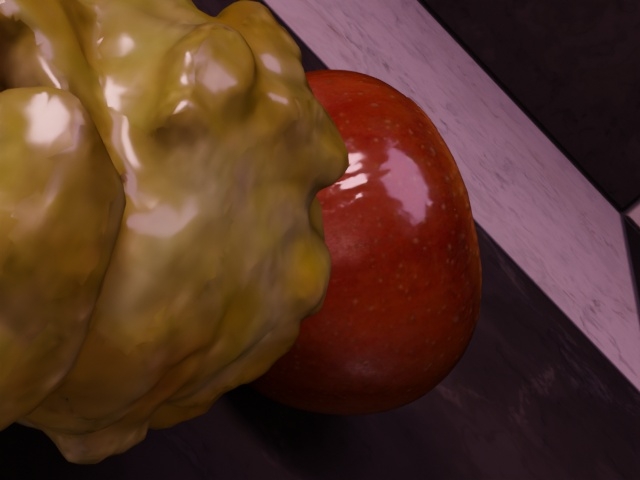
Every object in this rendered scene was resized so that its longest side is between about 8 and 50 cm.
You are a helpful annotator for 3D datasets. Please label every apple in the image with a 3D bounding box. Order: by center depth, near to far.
[{"bbox_3d":[0.000,0.000,0.681,0.235,0.173,0.210,-121,-158,-56],"label":"apple"}]

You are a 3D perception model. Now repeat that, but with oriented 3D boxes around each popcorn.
[{"bbox_3d":[-0.138,-0.023,0.446,0.250,0.235,0.242,19,-6,31],"label":"popcorn"}]
